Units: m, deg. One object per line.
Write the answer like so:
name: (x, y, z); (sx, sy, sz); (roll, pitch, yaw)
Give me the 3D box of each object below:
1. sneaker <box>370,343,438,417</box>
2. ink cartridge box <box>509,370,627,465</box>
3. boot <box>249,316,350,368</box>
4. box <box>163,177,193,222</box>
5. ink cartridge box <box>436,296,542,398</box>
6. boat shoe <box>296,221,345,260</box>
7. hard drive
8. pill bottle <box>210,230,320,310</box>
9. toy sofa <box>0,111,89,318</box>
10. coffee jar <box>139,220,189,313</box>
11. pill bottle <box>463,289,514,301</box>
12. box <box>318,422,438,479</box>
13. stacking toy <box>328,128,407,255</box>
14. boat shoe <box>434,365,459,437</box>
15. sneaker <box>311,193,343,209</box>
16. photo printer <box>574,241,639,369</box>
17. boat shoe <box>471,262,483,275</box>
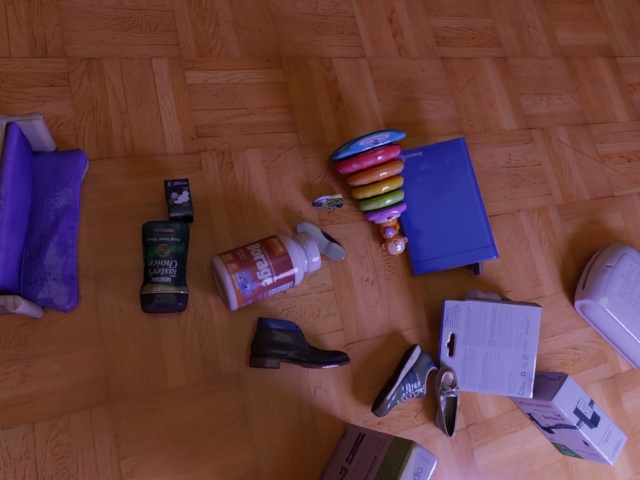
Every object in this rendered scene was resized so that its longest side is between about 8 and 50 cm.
sneaker: (0.200, 0.333, 1.035); (0.086, 0.064, 0.192); (40, 64, 1)
ink cartridge box: (0.584, 0.418, 1.095); (0.208, 0.153, 0.087); (47, 68, 0)
boot: (-0.040, 0.219, 0.979); (0.219, 0.082, 0.106); (4, 77, -16)
box: (-0.304, -0.083, 0.984); (0.052, 0.062, 0.083); (-7, 78, -19)
ink cartridge box: (0.389, 0.248, 1.077); (0.223, 0.045, 0.224); (5, 96, 6)
boat shoe: (-0.001, 0.002, 1.075); (0.133, 0.042, 0.049); (34, 93, -6)
hard drive: (0.301, -0.087, 1.161); (0.210, 0.040, 0.319); (-13, 79, 3)
pill bottle: (-0.114, 0.056, 0.977); (0.216, 0.121, 0.121); (-21, 83, -22)
toy sofa: (-0.544, -0.043, 0.845); (0.177, 0.150, 0.363); (1, 75, -17)
coffee jar: (-0.316, 0.055, 0.932); (0.096, 0.079, 0.185); (1, 75, -18)
pill bottle: (0.444, 0.185, 1.143); (0.169, 0.094, 0.094); (23, 69, -11)
box: (0.067, 0.459, 0.817); (0.058, 0.322, 0.232); (34, 68, -3)
stacking toy: (0.145, -0.104, 1.110); (0.175, 0.166, 0.302); (-18, 98, -7)
boat shoe: (0.292, 0.367, 1.045); (0.056, 0.048, 0.153); (5, 92, -6)
sneaker: (0.020, -0.090, 1.111); (0.083, 0.031, 0.035); (-13, 80, -21)
photo printer: (0.861, 0.174, 1.279); (0.307, 0.107, 0.256); (43, 66, -3)
boat shoe: (0.379, -0.004, 1.205); (0.064, 0.075, 0.206); (-15, 84, 21)
